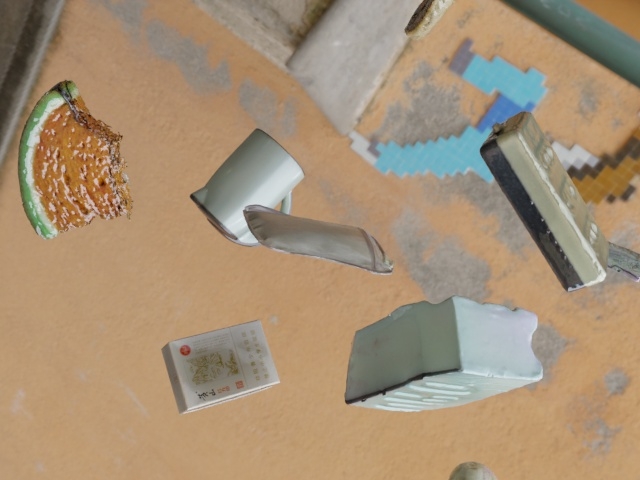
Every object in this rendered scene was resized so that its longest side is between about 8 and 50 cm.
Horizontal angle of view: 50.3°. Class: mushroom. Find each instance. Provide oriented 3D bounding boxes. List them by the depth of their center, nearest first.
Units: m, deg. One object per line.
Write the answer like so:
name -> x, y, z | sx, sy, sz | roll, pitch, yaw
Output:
mushroom -> 0.217, 0.360, 0.974 | 0.083, 0.083, 0.067 | -29, 170, -49

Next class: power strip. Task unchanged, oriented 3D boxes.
power strip -> 0.314, -0.059, 0.948 | 0.070, 0.256, 0.105 | -29, -168, 34

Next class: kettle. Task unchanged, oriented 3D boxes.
kettle -> -0.157, -0.104, 1.601 | 0.236, 0.161, 0.221 | -47, 120, -7

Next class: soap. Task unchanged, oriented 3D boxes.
soap -> 0.131, 0.144, 0.808 | 0.230, 0.145, 0.091 | 133, -36, -57

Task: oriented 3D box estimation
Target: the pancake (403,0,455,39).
pancake -> 0.275, -0.547, 1.332 | 0.356, 0.065, 0.356 | -61, -178, 4

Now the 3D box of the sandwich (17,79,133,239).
sandwich -> -0.341, -0.113, 0.954 | 0.079, 0.159, 0.235 | -73, 166, -56

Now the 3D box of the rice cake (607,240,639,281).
rice cake -> 0.492, 0.011, 1.248 | 0.034, 0.211, 0.043 | -23, 132, -46

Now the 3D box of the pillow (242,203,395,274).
pillow -> 0.000, 0.000, 1.011 | 0.233, 0.130, 0.038 | 11, 118, -24

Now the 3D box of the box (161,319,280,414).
box -> -0.194, 0.245, 1.337 | 0.201, 0.141, 0.058 | -12, 164, -33
